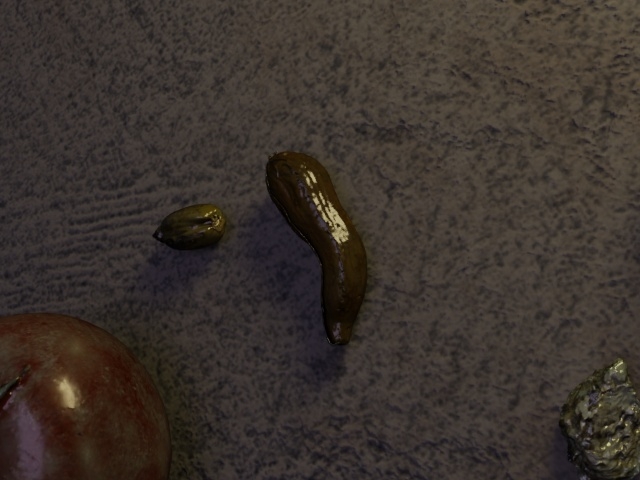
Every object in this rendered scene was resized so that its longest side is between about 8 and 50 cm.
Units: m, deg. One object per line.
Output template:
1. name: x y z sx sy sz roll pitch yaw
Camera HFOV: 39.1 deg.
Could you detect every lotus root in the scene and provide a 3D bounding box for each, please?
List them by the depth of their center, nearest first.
1. lotus root: -0.158 -0.015 1.094 0.099 0.049 0.054 -11 87 27

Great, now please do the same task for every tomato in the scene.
1. tomato: -0.327 0.237 1.024 0.316 0.282 0.317 -1 87 27

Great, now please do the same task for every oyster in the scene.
1. oyster: 0.268 0.176 0.846 0.098 0.037 0.100 -36 69 21

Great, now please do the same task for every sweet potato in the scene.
1. sweet potato: 0.005 -0.001 1.000 0.081 0.062 0.233 -32 73 38
